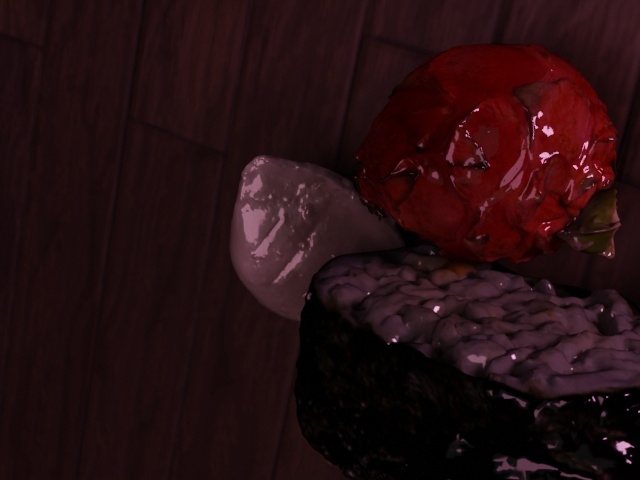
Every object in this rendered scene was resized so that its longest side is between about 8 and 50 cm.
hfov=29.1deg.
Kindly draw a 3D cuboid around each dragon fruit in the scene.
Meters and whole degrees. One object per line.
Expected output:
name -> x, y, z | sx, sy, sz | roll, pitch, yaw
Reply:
dragon fruit -> 0.128, -0.065, 0.926 | 0.209, 0.172, 0.172 | 10, 106, 17

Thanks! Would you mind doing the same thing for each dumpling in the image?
dumpling -> 0.000, 0.001, 1.068 | 0.150, 0.092, 0.176 | -9, 101, 11

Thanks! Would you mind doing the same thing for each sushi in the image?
sushi -> 0.124, 0.117, 0.915 | 0.350, 0.211, 0.171 | 16, 114, 45
